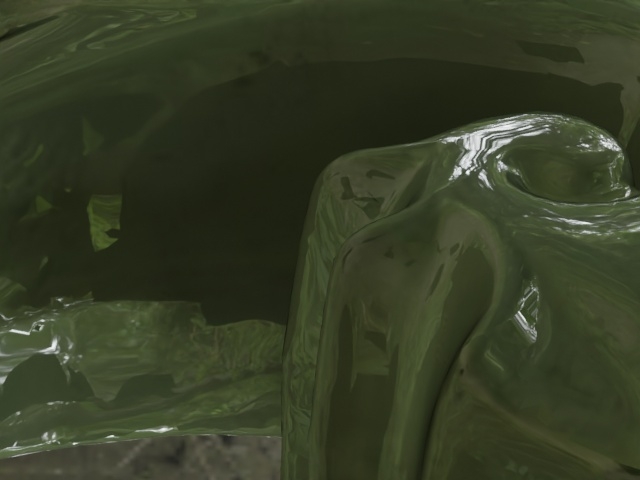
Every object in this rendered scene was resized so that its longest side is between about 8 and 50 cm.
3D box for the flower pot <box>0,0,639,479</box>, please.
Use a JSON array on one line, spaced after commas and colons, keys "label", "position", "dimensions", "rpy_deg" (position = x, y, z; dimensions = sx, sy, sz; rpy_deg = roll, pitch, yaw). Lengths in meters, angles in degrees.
[{"label": "flower pot", "position": [0.000, 0.000, 0.501], "dimensions": [0.367, 0.254, 0.165], "rpy_deg": [15, -57, 21]}]
